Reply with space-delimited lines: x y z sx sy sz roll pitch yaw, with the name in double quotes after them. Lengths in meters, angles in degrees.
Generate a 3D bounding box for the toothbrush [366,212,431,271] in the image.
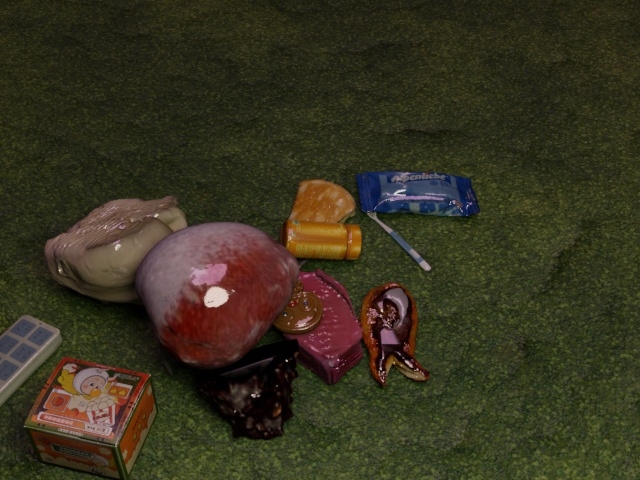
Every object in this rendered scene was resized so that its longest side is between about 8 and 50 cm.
0.201 -0.010 2.065 0.019 0.025 0.276 -23 49 -24 "toothbrush"

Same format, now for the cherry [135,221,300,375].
-0.231 0.105 1.664 0.326 0.291 0.335 13 52 42 "cherry"

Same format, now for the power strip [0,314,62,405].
-0.695 0.275 1.732 0.118 0.046 0.270 22 48 19 "power strip"

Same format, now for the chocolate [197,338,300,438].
-0.130 0.329 1.656 0.224 0.177 0.206 -17 2 -1 "chocolate"

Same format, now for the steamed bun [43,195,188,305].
-0.469 0.042 1.867 0.324 0.219 0.310 -7 23 27 "steamed bun"

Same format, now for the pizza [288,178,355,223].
-0.002 -0.072 2.116 0.181 0.034 0.262 13 46 12 "pizza"

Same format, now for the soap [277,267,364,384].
-0.005 0.196 1.791 0.182 0.112 0.289 -14 47 -8 "soap"

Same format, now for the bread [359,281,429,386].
0.161 0.215 1.798 0.139 0.095 0.269 -4 59 -3 "bread"

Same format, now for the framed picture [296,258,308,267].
-0.107 0.050 1.931 0.142 0.011 0.183 7 5 5 "framed picture"

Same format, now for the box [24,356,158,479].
-0.456 0.357 1.582 0.194 0.148 0.177 11 44 9 "box"

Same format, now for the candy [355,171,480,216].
0.265 -0.131 2.160 0.331 0.077 0.187 3 38 -3 "candy"

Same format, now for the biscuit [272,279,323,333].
-0.069 0.141 1.752 0.124 0.026 0.175 -27 49 -20 "biscuit"

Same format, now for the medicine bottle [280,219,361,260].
0.000 0.000 1.977 0.191 0.096 0.096 2 43 -14 "medicine bottle"
